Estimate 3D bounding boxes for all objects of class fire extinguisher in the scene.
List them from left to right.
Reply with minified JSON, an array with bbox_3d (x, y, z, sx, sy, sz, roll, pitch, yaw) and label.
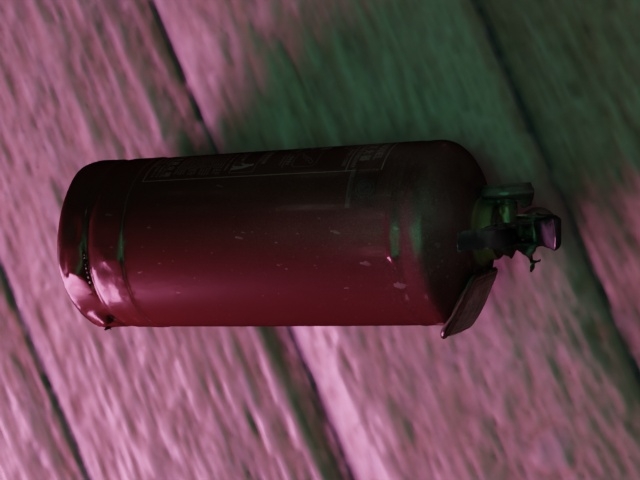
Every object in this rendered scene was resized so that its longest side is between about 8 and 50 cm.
[{"bbox_3d":[0.000,0.000,0.705,0.269,0.105,0.104,-1,97,25],"label":"fire extinguisher"}]
